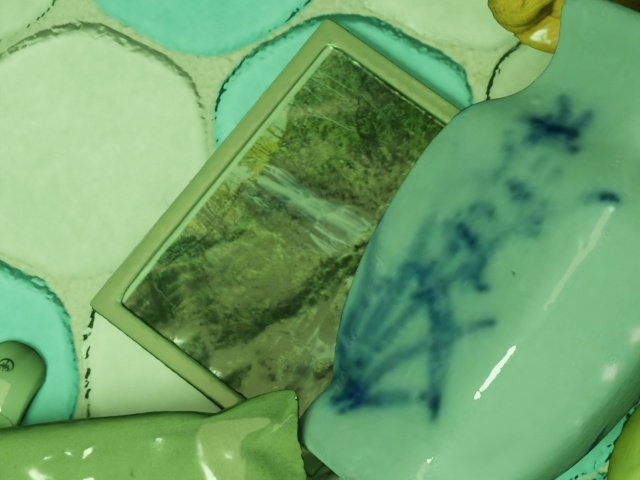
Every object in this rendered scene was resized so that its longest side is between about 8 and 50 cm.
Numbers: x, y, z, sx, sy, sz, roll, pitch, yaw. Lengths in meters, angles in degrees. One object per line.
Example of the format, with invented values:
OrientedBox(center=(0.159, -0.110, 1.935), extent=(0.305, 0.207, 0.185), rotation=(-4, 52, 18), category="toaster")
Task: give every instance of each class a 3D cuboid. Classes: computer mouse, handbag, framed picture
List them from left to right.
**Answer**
OrientedBox(center=(-0.263, 0.132, 1.460), extent=(0.055, 0.032, 0.110), rotation=(19, 76, 9), category="computer mouse")
OrientedBox(center=(-0.157, 0.246, 1.370), extent=(0.315, 0.109, 0.253), rotation=(-5, 83, 14), category="handbag")
OrientedBox(center=(0.000, 0.000, 1.491), extent=(0.240, 0.020, 0.324), rotation=(38, 79, 13), category="framed picture")

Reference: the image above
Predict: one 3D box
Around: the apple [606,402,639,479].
OrientedBox(center=(0.301, 0.186, 1.342), extent=(0.200, 0.200, 0.200), rotation=(-1, 74, 3), category="apple")

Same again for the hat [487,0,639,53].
OrientedBox(center=(0.198, -0.252, 1.505), extent=(0.233, 0.233, 0.244), rotation=(-9, 59, 28), category="hat")

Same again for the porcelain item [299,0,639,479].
OrientedBox(center=(0.160, 0.029, 1.357), extent=(0.242, 0.178, 0.405), rotation=(34, 92, 45), category="porcelain item")
